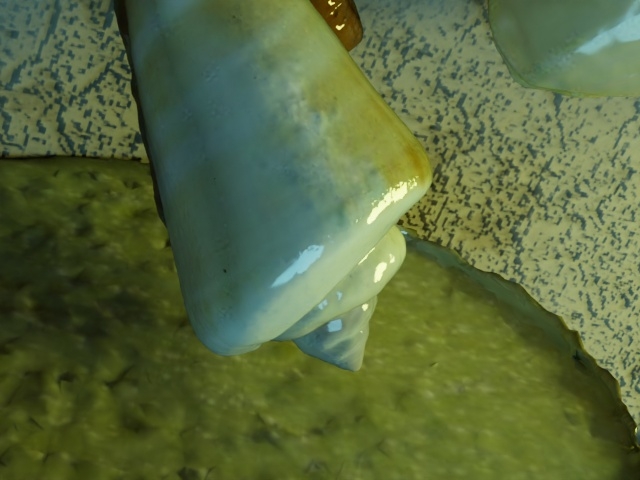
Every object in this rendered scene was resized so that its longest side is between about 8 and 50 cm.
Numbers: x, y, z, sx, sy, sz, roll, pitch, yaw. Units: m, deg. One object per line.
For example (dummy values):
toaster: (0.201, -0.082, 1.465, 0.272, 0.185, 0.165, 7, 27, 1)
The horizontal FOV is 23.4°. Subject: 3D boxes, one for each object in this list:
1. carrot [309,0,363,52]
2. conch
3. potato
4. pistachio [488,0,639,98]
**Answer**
carrot: (-0.017, -0.158, 0.751, 0.060, 0.060, 0.186, -20, 139, 1)
conch: (-0.020, -0.062, 0.721, 0.127, 0.158, 0.255, -13, 95, -7)
potato: (-0.080, 0.191, 0.798, 0.442, 0.385, 0.319, 11, 129, 2)
pistachio: (0.175, -0.151, 0.784, 0.200, 0.117, 0.145, -27, 95, 16)
